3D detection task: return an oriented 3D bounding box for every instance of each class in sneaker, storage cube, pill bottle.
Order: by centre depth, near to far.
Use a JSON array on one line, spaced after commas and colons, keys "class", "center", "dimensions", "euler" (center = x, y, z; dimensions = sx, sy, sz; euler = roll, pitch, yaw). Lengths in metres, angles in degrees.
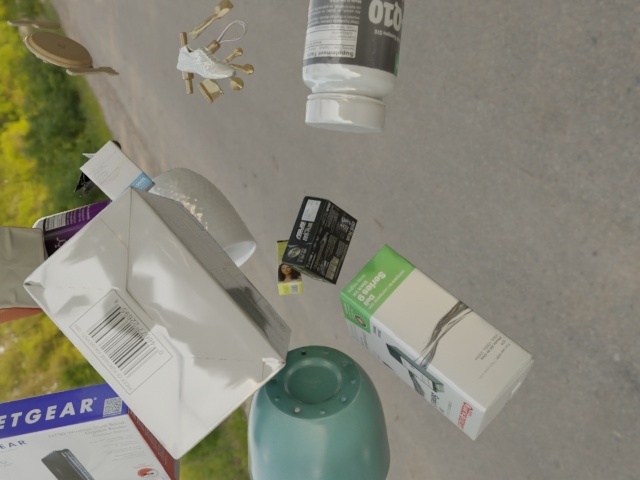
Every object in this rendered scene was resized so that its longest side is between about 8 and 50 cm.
[{"class": "storage cube", "center": [-0.719, 0.074, 1.452], "dimensions": [0.193, 0.183, 0.215], "euler": [-15, 78, 26]}, {"class": "pill bottle", "center": [0.068, -0.419, 1.452], "dimensions": [0.204, 0.204, 0.361], "euler": [-164, 79, -68]}, {"class": "sneaker", "center": [-0.261, -0.405, 1.558], "dimensions": [0.152, 0.054, 0.061], "euler": [19, 116, 17]}, {"class": "pill bottle", "center": [-0.553, 0.009, 1.632], "dimensions": [0.181, 0.323, 0.181], "euler": [163, 90, -85]}, {"class": "sneaker", "center": [-0.619, -0.201, 1.905], "dimensions": [0.170, 0.051, 0.089], "euler": [-57, -6, 15]}]

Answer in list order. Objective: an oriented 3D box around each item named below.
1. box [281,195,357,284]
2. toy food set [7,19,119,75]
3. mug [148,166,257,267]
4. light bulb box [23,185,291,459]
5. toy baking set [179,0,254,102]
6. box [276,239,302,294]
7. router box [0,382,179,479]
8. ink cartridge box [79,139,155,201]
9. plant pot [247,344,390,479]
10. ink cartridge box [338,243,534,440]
[{"class": "box", "center": [0.000, 0.000, 1.706], "dimensions": [0.077, 0.147, 0.180], "euler": [11, 78, 39]}, {"class": "toy food set", "center": [-0.489, -0.349, 1.289], "dimensions": [0.192, 0.132, 0.038], "euler": [39, 119, 17]}, {"class": "mug", "center": [-0.436, -0.021, 2.119], "dimensions": [0.328, 0.374, 0.276], "euler": [55, -173, 14]}, {"class": "light bulb box", "center": [-0.244, 0.120, 1.172], "dimensions": [0.358, 0.225, 0.361], "euler": [49, 179, 0]}, {"class": "toy baking set", "center": [-0.281, -0.501, 1.826], "dimensions": [0.030, 0.197, 0.256], "euler": [-70, -29, -79]}, {"class": "box", "center": [-0.109, 0.089, 2.402], "dimensions": [0.232, 0.087, 0.058], "euler": [-97, 2, -51]}, {"class": "router box", "center": [-0.478, 0.411, 1.321], "dimensions": [0.082, 0.335, 0.301], "euler": [-100, -2, -46]}, {"class": "ink cartridge box", "center": [-0.443, -0.145, 1.485], "dimensions": [0.143, 0.090, 0.092], "euler": [46, 174, -7]}, {"class": "plant pot", "center": [-0.009, 0.350, 1.333], "dimensions": [0.293, 0.293, 0.235], "euler": [-125, 24, -48]}, {"class": "ink cartridge box", "center": [0.182, 0.169, 1.118], "dimensions": [0.289, 0.121, 0.211], "euler": [38, 164, 24]}]
